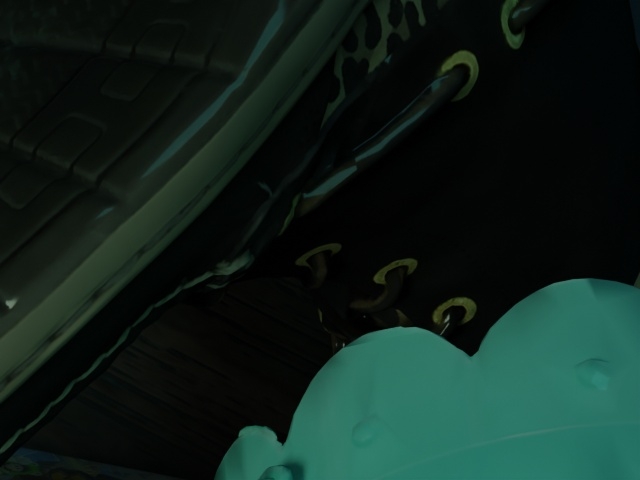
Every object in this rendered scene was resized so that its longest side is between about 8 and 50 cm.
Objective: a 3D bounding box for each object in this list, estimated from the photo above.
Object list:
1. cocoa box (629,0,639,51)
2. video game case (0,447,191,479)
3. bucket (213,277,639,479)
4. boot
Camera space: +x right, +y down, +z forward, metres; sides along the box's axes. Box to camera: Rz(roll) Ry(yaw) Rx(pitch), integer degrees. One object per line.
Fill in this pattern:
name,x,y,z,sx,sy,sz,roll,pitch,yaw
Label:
cocoa box,0.123,-0.173,0.725,0.228,0.347,0.231,6,43,-12
video game case,-0.070,0.108,0.564,0.166,0.015,0.119,12,10,-6
bucket,0.089,0.168,0.412,0.281,0.281,0.183,12,40,-6
boot,0.000,0.000,0.527,0.138,0.284,0.377,21,62,37
